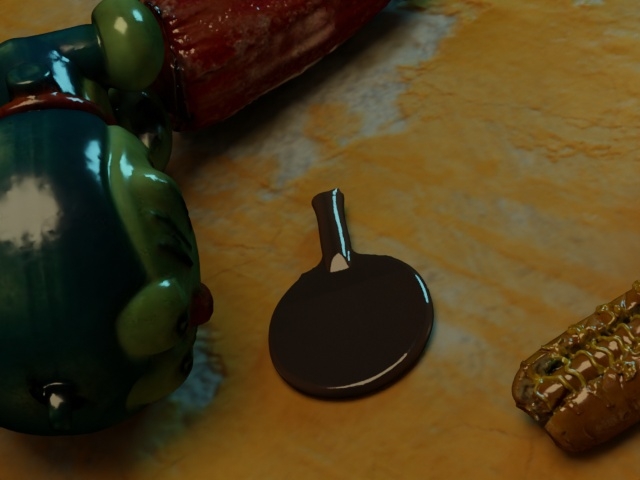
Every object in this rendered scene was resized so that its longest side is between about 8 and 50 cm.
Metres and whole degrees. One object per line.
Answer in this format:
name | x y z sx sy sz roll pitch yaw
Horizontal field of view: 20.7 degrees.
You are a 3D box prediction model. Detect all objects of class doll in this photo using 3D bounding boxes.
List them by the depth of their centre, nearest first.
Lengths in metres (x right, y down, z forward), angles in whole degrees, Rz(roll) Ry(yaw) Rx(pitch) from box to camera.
doll | -0.168 -0.006 1.107 0.186 0.198 0.322 -7 40 -5

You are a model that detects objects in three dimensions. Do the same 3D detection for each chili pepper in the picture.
chili pepper | -0.029 -0.180 1.296 0.252 0.136 0.144 -26 -3 -17

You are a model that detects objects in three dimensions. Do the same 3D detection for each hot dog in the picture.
hot dog | 0.188 0.057 0.997 0.165 0.045 0.071 -33 42 -8

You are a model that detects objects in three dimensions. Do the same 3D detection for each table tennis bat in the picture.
table tennis bat | 0.000 0.000 1.084 0.107 0.119 0.170 -17 45 7
